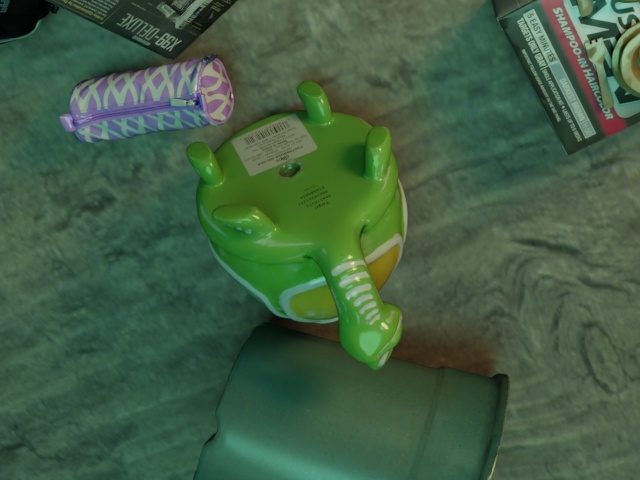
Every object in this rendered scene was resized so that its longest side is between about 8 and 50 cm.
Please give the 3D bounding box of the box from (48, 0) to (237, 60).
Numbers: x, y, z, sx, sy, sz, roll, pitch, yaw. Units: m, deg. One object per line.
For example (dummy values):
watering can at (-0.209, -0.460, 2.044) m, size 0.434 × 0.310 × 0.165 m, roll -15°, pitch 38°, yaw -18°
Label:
box at (-0.184, -0.333, 1.040) m, size 0.242 × 0.077 × 0.307 m, roll -38°, pitch 152°, yaw 22°

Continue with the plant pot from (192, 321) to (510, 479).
plant pot at (0.030, 0.280, 1.312) m, size 0.334 × 0.341 × 0.341 m, roll 19°, pitch 117°, yaw 5°

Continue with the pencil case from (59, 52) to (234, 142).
pencil case at (-0.203, -0.164, 1.203) m, size 0.206 × 0.088 × 0.086 m, roll -6°, pitch 122°, yaw 26°

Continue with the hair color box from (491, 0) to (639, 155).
hair color box at (0.398, -0.268, 1.098) m, size 0.374 × 0.114 × 0.185 m, roll -27°, pitch 111°, yaw 17°

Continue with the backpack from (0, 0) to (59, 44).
backpack at (-0.419, -0.323, 1.078) m, size 0.191 × 0.253 × 0.225 m, roll 30°, pitch 119°, yaw 13°

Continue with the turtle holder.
turtle holder at (0.008, -0.014, 1.172) m, size 0.320 × 0.243 × 0.227 m, roll 22°, pitch 145°, yaw 36°

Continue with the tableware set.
tableware set at (0.335, -0.234, 1.036) m, size 0.128 × 0.039 × 0.194 m, roll -16°, pitch 113°, yaw 14°
